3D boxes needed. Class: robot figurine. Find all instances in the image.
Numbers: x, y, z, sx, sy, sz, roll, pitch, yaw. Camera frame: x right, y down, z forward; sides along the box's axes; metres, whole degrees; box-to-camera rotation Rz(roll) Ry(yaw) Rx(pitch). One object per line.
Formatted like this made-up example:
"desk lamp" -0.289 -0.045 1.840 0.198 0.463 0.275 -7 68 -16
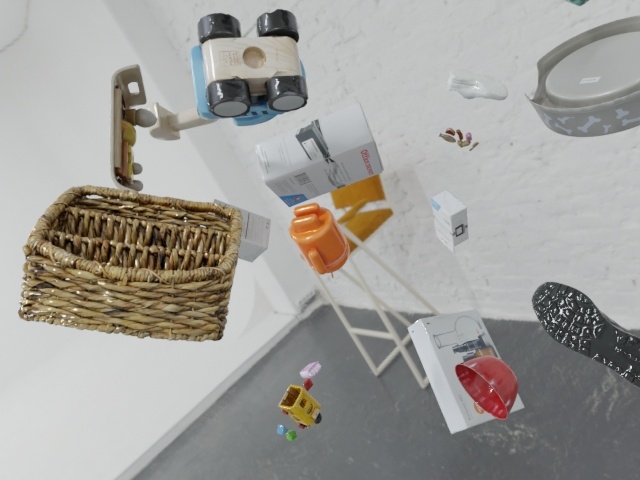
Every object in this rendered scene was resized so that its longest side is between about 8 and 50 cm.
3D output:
"robot figurine" 0.001 -0.002 1.254 0.128 0.219 0.158 -38 40 -9

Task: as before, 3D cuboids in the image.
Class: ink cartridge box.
"ink cartridge box" 0.409 -0.057 1.491 0.060 0.180 0.104 -29 46 -7
"ink cartridge box" 0.006 -0.293 1.699 0.394 0.166 0.285 -19 -17 8

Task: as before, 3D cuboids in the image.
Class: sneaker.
"sneaker" 0.556 0.195 0.950 0.107 0.283 0.124 -54 -33 10
"sneaker" 0.551 -0.531 1.673 0.080 0.212 0.094 -56 -16 -29

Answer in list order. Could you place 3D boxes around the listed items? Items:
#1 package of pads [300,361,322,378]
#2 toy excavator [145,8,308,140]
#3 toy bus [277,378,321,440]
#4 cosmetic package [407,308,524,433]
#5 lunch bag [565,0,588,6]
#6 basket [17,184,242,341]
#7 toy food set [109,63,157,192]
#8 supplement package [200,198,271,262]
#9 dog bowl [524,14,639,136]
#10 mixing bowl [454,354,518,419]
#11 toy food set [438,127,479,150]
"package of pads" -0.032 0.431 1.568 0.050 0.032 0.083 -36 -2 -29
"toy excavator" -0.269 -0.390 1.296 0.432 0.223 0.445 -8 -7 -13
"toy bus" -0.051 0.610 1.701 0.202 0.191 0.104 -3 -4 -43
"cosmetic package" 0.505 0.443 1.661 0.284 0.378 0.097 -5 -29 -29
"lunch bag" 0.526 -0.672 1.055 0.160 0.223 0.262 -40 -32 6
"basket" -0.281 0.025 0.739 0.299 0.223 0.213 10 -3 -9
"toy food set" -0.454 -0.240 1.169 0.092 0.306 0.219 -1 -6 -16
"supplement package" -0.246 -0.024 1.349 0.105 0.179 0.105 -39 40 47
"dog bowl" 0.656 -0.370 1.081 0.348 0.102 0.349 -26 33 18
"mixing bowl" 0.469 0.384 1.296 0.098 0.182 0.181 -33 14 -16
"toy food set" 0.462 -0.344 1.572 0.019 0.122 0.078 -66 5 -22
